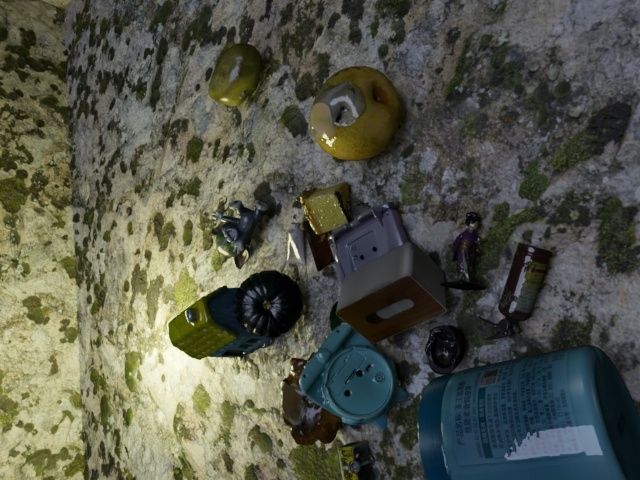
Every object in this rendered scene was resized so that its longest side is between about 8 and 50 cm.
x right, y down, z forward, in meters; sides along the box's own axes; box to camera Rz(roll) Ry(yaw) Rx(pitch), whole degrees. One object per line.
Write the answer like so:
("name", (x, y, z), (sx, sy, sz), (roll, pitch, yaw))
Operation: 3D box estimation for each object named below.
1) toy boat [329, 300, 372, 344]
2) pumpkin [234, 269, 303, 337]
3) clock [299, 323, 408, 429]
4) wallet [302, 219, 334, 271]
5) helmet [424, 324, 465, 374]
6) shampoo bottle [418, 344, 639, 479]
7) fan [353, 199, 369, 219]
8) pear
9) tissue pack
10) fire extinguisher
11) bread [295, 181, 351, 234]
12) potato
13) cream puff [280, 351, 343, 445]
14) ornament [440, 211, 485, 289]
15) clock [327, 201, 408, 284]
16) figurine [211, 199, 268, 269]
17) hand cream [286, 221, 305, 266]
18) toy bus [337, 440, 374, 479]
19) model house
("toy boat", (0.087, 0.272, 1.485), (0.104, 0.052, 0.210), (-30, 65, 17))
("pumpkin", (-0.165, 0.202, 1.608), (0.221, 0.162, 0.220), (0, 88, -2))
("clock", (0.099, 0.379, 1.365), (0.274, 0.094, 0.223), (34, 76, 11))
("wallet", (0.000, 0.000, 1.603), (0.095, 0.026, 0.176), (-36, 59, 32))
("helmet", (0.322, 0.272, 1.273), (0.098, 0.070, 0.123), (15, 102, 46))
("shampoo bottle", (0.426, 0.399, 1.002), (0.343, 0.331, 0.331), (-26, 69, 34))
("fan", (0.118, -0.079, 1.526), (0.056, 0.004, 0.083), (29, 104, 38))
("pear", (0.095, -0.355, 1.439), (0.271, 0.271, 0.271), (-5, 82, 40))
("tissue pack", (0.185, 0.138, 1.320), (0.246, 0.159, 0.136), (-33, 26, 33))
("fire extinguisher", (0.454, 0.130, 1.185), (0.106, 0.075, 0.252), (-146, 69, -67))
("bread", (0.023, -0.101, 1.556), (0.147, 0.127, 0.152), (-9, 106, 32))
("potato", (-0.308, -0.603, 1.849), (0.197, 0.149, 0.228), (30, 99, 61))
("cream puff", (-0.017, 0.474, 1.486), (0.241, 0.155, 0.268), (19, 96, 39))
("ornament", (0.369, 0.024, 1.252), (0.081, 0.088, 0.203), (2, 77, 63))
("clock", (0.138, 0.020, 1.448), (0.253, 0.083, 0.186), (-32, 67, 33))
("figurine", (-0.292, -0.052, 1.789), (0.193, 0.140, 0.265), (41, 100, 11))
("hand cream", (-0.080, 0.011, 1.665), (0.084, 0.053, 0.142), (11, 108, 41))
("toy bus", (0.113, 0.682, 1.406), (0.074, 0.081, 0.226), (-22, 75, 42))
("model house", (-0.350, 0.276, 1.705), (0.237, 0.303, 0.215), (-33, 58, 34))
